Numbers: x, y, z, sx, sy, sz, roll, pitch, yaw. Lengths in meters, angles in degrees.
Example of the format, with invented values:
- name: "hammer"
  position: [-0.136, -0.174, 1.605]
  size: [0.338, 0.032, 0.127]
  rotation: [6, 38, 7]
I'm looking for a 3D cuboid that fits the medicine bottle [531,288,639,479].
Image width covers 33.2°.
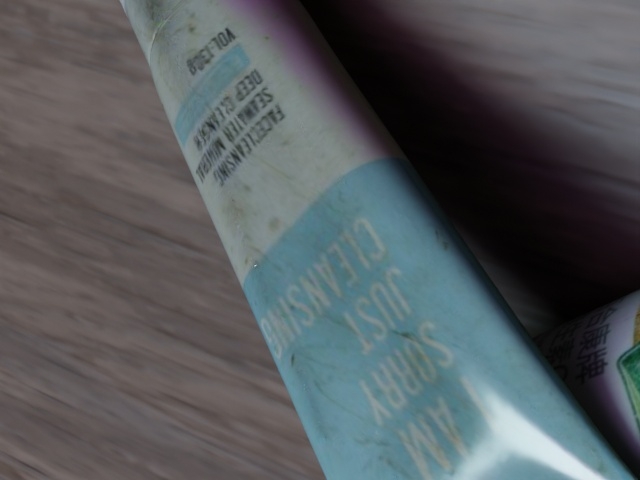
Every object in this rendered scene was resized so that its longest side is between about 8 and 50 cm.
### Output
- name: "medicine bottle"
  position: [0.138, 0.078, 0.377]
  size: [0.274, 0.133, 0.133]
  rotation: [-31, 88, 36]

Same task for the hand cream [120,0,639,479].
- name: "hand cream"
  position: [0.000, 0.000, 0.402]
  size: [0.111, 0.070, 0.312]
  rotation: [-46, 55, 27]
